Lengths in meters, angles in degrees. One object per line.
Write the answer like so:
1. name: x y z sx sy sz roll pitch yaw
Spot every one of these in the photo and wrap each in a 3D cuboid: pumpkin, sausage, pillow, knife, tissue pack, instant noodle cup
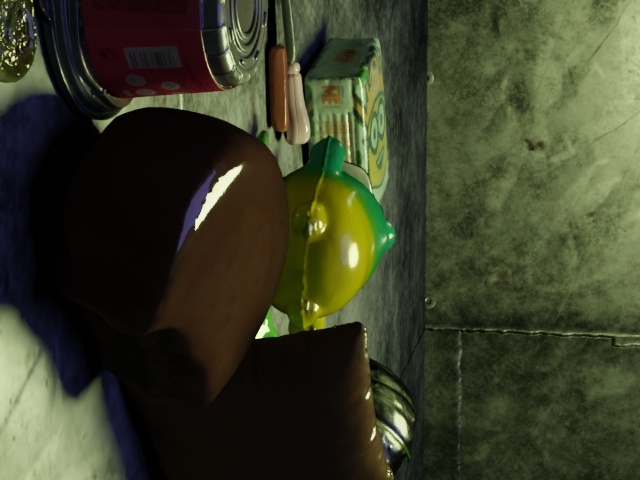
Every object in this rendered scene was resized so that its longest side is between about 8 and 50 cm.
1. pumpkin: 0.000 0.300 1.983 0.296 0.296 0.295 3 90 -77
2. sausage: -0.069 -0.251 2.026 0.030 0.035 0.147 -140 -135 -69
3. pillow: -0.075 0.235 1.563 0.108 0.308 0.305 -98 177 -50
4. knife: -0.056 -0.319 2.040 0.081 0.043 0.335 -124 -155 -66
5. tissue pack: 0.053 -0.207 2.339 0.228 0.128 0.310 -67 157 -59
6. instant noodle cup: -0.162 -0.255 1.320 0.302 0.182 0.258 -33 126 -73

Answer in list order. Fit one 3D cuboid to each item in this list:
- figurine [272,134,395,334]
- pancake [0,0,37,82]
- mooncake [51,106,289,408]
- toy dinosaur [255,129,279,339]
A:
1. figurine: 0.000 0.000 1.961 0.340 0.232 0.323 -65 160 -70
2. pancake: -0.291 -0.199 1.151 0.108 0.017 0.108 4 90 -80
3. mooncake: -0.166 0.021 1.354 0.326 0.174 0.333 -7 115 -71
4. toy dinosaur: -0.088 0.135 1.814 0.374 0.144 0.499 74 27 -66
